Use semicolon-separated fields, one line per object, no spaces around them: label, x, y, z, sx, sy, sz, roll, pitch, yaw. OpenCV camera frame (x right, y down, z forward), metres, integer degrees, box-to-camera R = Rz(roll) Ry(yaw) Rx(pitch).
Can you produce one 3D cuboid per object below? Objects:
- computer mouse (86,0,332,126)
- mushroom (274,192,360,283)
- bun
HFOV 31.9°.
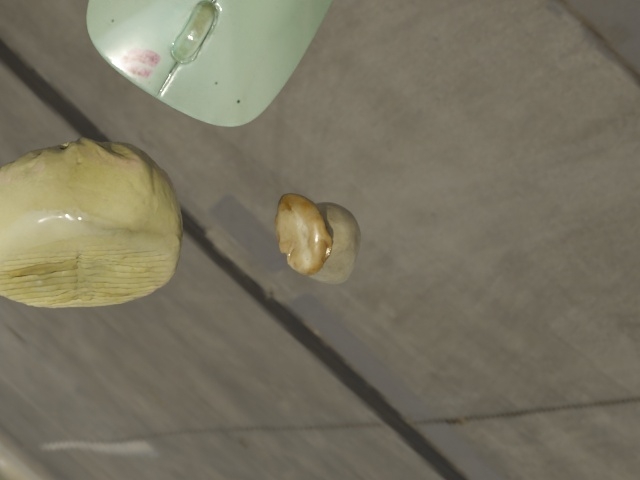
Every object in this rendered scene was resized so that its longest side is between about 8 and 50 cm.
computer mouse;-0.053;-0.224;0.818;0.159;0.288;0.097;32;151;-16
mushroom;-0.002;0.000;1.332;0.088;0.097;0.212;16;180;10
bun;-0.224;-0.020;1.015;0.178;0.193;0.127;115;146;-60
